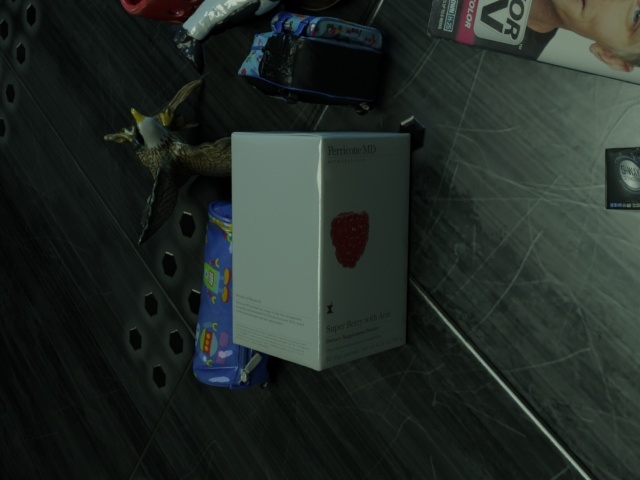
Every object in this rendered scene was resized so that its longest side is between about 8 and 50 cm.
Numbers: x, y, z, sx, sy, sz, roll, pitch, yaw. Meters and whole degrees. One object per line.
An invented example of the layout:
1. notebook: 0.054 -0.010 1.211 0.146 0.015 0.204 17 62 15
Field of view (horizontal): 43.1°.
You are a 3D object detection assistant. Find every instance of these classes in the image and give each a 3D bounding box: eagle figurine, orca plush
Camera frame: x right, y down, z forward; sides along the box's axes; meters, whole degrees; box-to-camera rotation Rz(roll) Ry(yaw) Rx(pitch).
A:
1. eagle figurine: -0.219 -0.118 1.256 0.298 0.225 0.226 42 113 41
2. orca plush: -0.064 -0.330 1.110 0.287 0.102 0.151 -45 46 8

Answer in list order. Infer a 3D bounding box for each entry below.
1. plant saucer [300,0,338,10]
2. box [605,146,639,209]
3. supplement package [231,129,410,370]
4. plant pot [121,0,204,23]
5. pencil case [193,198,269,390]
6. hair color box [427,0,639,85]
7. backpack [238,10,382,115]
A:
1. plant saucer: 0.006 -0.406 1.129 0.168 0.029 0.168 7 100 44
2. box: 0.342 -0.065 0.850 0.083 0.018 0.067 5 100 45
3. supplement package: 0.000 0.000 1.089 0.175 0.177 0.292 9 103 44
4. plant pot: -0.187 -0.414 1.201 0.191 0.174 0.191 -9 79 57
5. pencil case: -0.129 0.090 1.271 0.133 0.119 0.306 31 118 57
6. hair color box: 0.286 -0.258 0.818 0.347 0.105 0.173 25 114 39
7. backpack: -0.021 -0.244 1.097 0.173 0.158 0.116 25 109 51
